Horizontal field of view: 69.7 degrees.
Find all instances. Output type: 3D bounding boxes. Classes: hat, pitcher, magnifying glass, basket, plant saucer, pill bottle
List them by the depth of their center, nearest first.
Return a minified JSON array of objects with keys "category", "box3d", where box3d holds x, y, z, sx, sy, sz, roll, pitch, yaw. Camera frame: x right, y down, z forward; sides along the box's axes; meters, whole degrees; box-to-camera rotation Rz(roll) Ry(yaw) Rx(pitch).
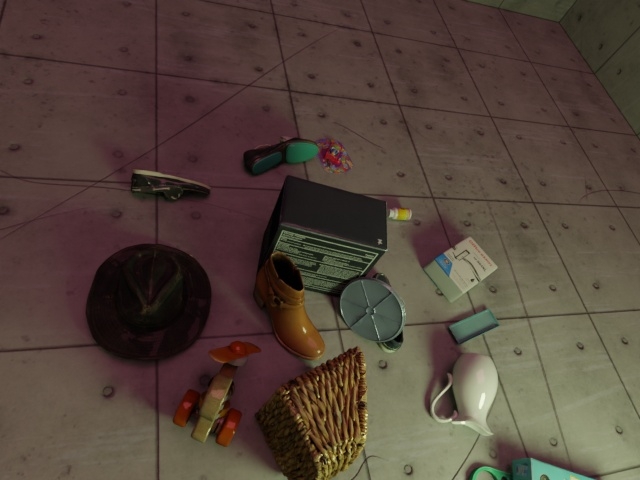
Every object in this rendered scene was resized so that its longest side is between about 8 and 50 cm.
[{"category":"basket","box3d":[0.013,0.409,1.041,0.223,0.299,0.214,-20,68,-30]},{"category":"hat","box3d":[-0.416,0.121,1.144,0.331,0.134,0.331,12,54,-17]},{"category":"magnifying glass","box3d":[0.503,0.650,1.245,0.230,0.026,0.092,0,59,-22]},{"category":"pitcher","box3d":[0.408,0.426,1.306,0.177,0.125,0.207,12,65,5]},{"category":"plant saucer","box3d":[0.497,0.279,1.488,0.192,0.018,0.067,-15,65,-29]},{"category":"pill bottle","box3d":[0.278,-0.095,1.631,0.083,0.043,0.043,2,58,-20]}]

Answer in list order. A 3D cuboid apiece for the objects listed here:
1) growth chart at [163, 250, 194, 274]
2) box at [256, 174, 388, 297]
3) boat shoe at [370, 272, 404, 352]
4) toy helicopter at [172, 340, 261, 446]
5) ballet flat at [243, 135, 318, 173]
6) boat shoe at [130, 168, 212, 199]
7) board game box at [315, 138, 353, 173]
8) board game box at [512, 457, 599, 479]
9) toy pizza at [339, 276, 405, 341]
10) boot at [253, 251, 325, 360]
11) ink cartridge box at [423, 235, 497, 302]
[{"category":"growth chart","box3d":[-0.440,0.122,1.229,0.171,0.021,0.237,15,55,-12]},{"category":"box","box3d":[0.000,0.000,1.307,0.296,0.294,0.183,14,55,-13]},{"category":"boat shoe","box3d":[0.200,0.205,1.384,0.095,0.079,0.255,9,56,-16]},{"category":"toy helicopter","box3d":[-0.209,0.314,0.984,0.140,0.355,0.235,26,70,-3]},{"category":"ballet flat","box3d":[-0.140,-0.311,1.586,0.280,0.095,0.096,-20,56,-30]},{"category":"boat shoe","box3d":[-0.449,-0.161,1.390,0.233,0.084,0.079,8,94,-24]},{"category":"board game box","box3d":[0.052,-0.323,1.700,0.133,0.033,0.169,-13,65,-27]},{"category":"board game box","box3d":[0.664,0.746,1.194,0.336,0.079,0.254,21,56,-10]},{"category":"toy pizza","box3d":[0.148,0.194,1.305,0.201,0.201,0.032,43,34,9]},{"category":"boot","box3d":[-0.065,0.173,1.215,0.109,0.220,0.283,-27,71,-33]},{"category":"ink cartridge box","box3d":[0.475,0.094,1.557,0.203,0.086,0.148,-28,71,-32]}]
